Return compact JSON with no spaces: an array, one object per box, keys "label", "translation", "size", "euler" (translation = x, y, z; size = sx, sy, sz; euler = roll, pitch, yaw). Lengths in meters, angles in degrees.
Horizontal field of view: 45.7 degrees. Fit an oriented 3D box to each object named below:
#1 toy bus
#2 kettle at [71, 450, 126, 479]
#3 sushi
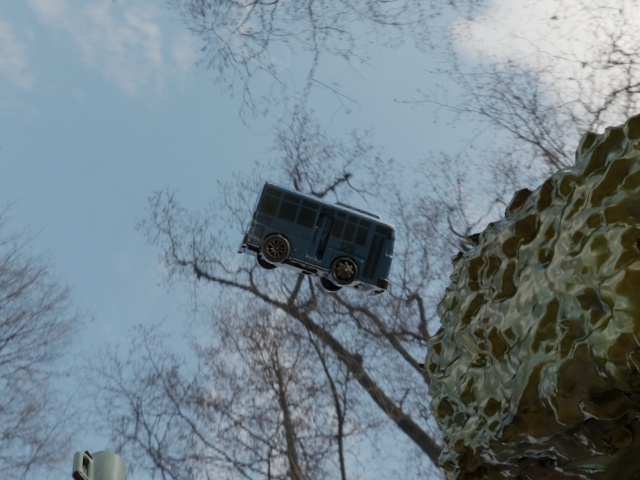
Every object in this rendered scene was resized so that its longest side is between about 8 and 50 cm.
[{"label":"toy bus","translation":[0.000,0.000,1.189],"size":[0.234,0.116,0.133],"euler":[19,-103,-8]},{"label":"kettle","translation":[-0.448,0.491,1.545],"size":[0.098,0.148,0.126],"euler":[-3,-82,-13]},{"label":"sushi","translation":[0.294,0.110,0.660],"size":[0.352,0.240,0.396],"euler":[19,-42,-16]}]
